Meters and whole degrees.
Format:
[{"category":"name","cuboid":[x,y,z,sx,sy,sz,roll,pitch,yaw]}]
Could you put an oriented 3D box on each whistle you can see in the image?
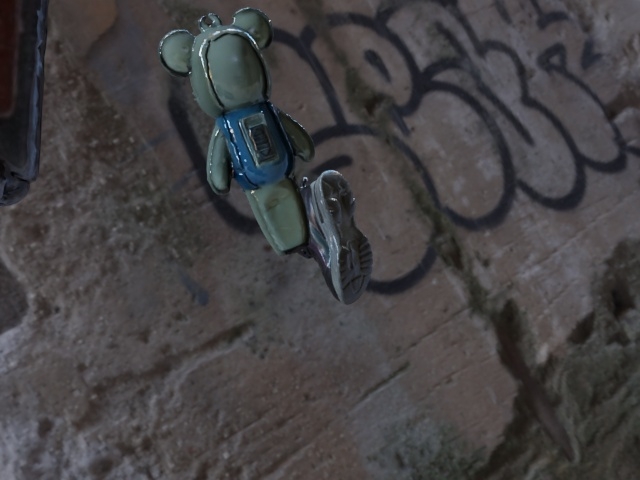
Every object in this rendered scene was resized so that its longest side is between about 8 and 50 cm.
[{"category":"whistle","cuboid":[-0.066,-0.099,0.765,0.114,0.235,0.077,-24,10,-19]}]

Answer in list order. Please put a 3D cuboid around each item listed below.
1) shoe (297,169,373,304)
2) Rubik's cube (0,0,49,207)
[{"category":"shoe","cuboid":[0.000,0.000,1.015,0.100,0.168,0.071,-8,9,38]},{"category":"Rubik's cube","cuboid":[-0.277,-0.142,0.338,0.259,0.254,0.260,8,-8,-41]}]
